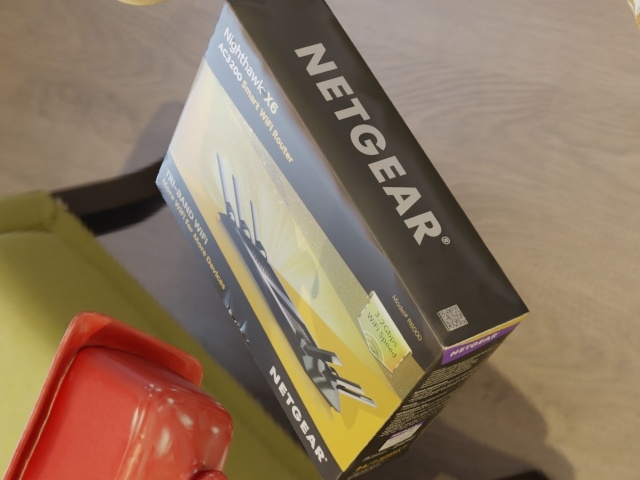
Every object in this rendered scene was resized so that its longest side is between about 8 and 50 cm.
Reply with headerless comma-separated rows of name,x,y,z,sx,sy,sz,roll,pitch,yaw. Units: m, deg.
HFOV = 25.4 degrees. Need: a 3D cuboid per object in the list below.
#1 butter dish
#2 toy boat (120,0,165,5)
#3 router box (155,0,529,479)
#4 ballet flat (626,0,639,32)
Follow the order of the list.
butter dish,-0.111,0.147,0.915,0.118,0.160,0.160,18,81,33
toy boat,-0.159,-0.293,1.135,0.151,0.231,0.151,-32,64,19
router box,0.000,0.000,1.076,0.309,0.081,0.243,58,148,20
ballet flat,0.224,-0.144,0.840,0.073,0.080,0.232,123,138,-72
